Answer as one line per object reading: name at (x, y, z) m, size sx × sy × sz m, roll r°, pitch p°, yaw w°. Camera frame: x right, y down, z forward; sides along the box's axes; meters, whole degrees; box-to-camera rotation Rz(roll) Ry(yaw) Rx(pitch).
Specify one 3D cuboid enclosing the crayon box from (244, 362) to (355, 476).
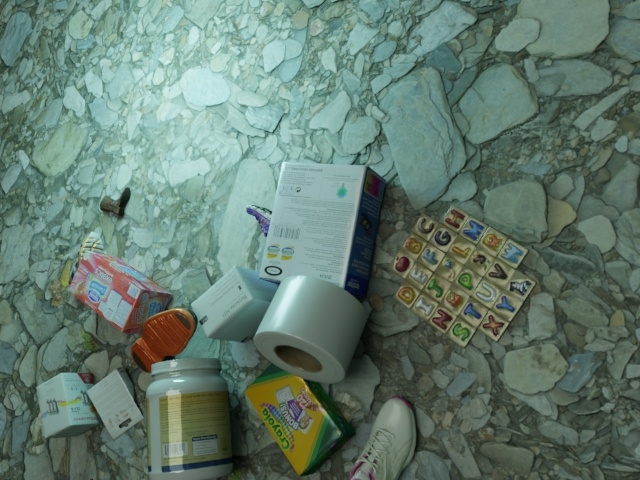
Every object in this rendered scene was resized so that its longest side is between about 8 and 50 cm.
crayon box at (-0.058, 0.451, 1.709) m, size 0.165 × 0.081 × 0.278 m, roll -47°, pitch 61°, yaw 12°

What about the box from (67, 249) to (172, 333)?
box at (-0.640, 0.166, 2.066) m, size 0.300 × 0.142 × 0.154 m, roll 26°, pitch 92°, yaw 32°

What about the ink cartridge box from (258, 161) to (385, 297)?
ink cartridge box at (0.000, 0.000, 1.740) m, size 0.270 × 0.151 × 0.395 m, roll 7°, pitch 81°, yaw 31°

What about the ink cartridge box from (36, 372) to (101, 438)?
ink cartridge box at (-0.809, 0.531, 2.086) m, size 0.127 × 0.128 × 0.176 m, roll -28°, pitch 67°, yaw 21°

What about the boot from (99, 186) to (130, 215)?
boot at (-0.714, -0.144, 2.245) m, size 0.114 × 0.037 × 0.106 m, roll 17°, pitch 85°, yaw 36°

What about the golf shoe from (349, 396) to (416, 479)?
golf shoe at (0.143, 0.525, 1.547) m, size 0.115 × 0.140 × 0.306 m, roll 12°, pitch 83°, yaw 32°

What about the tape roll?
tape roll at (-0.024, 0.225, 1.620) m, size 0.246 × 0.246 × 0.169 m, roll 5°, pitch 53°, yaw 30°

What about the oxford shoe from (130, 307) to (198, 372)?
oxford shoe at (-0.429, 0.260, 1.862) m, size 0.130 × 0.133 × 0.364 m, roll 52°, pitch 137°, yaw -1°

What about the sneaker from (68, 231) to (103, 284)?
sneaker at (-0.814, 0.073, 2.223) m, size 0.083 × 0.084 × 0.215 m, roll 14°, pitch 87°, yaw 36°

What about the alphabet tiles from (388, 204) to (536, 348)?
alphabet tiles at (0.342, 0.085, 1.610) m, size 0.342 × 0.011 × 0.285 m, roll 36°, pitch 97°, yaw 31°

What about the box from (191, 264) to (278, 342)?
box at (-0.224, 0.181, 1.806) m, size 0.181 × 0.182 × 0.119 m, roll -41°, pitch 62°, yaw 15°

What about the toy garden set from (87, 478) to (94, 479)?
toy garden set at (-0.717, 0.881, 2.003) m, size 0.244 × 0.049 × 0.204 m, roll -45°, pitch 63°, yaw 14°

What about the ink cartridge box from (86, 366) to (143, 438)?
ink cartridge box at (-0.641, 0.514, 2.058) m, size 0.145 × 0.045 × 0.179 m, roll -36°, pitch 82°, yaw 17°

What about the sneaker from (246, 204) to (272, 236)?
sneaker at (-0.160, -0.051, 1.893) m, size 0.170 × 0.068 × 0.071 m, roll 34°, pitch 102°, yaw 30°

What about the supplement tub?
supplement tub at (-0.362, 0.493, 1.785) m, size 0.228 × 0.228 × 0.316 m, roll -14°, pitch 72°, yaw 26°
